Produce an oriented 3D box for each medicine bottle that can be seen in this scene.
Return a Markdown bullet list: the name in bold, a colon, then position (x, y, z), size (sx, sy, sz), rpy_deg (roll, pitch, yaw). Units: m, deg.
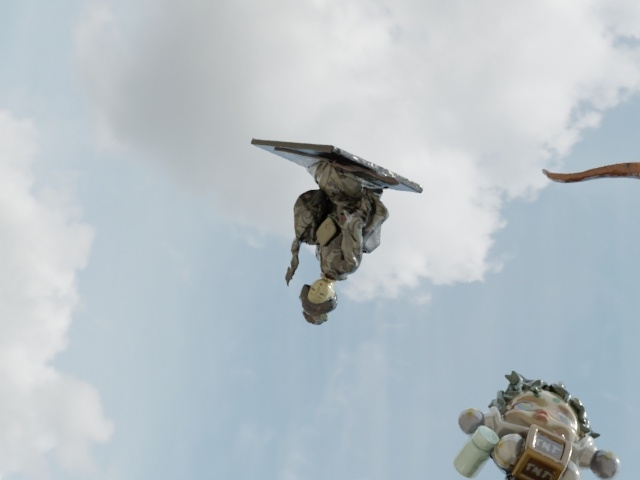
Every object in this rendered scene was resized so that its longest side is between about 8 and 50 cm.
- **medicine bottle**: position (0.261, 0.355, 1.108), size (0.047, 0.047, 0.083), rpy_deg (40, -65, 28)

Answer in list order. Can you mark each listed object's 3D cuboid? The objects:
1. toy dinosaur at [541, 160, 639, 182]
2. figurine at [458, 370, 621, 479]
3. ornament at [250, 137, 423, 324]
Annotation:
- **toy dinosaur**: position (0.497, -0.061, 0.811), size (0.432, 0.208, 0.097), rpy_deg (-16, -129, 61)
- **figurine**: position (0.351, 0.361, 1.103), size (0.260, 0.382, 0.186), rpy_deg (28, -62, 13)
- **ornament**: position (0.000, 0.000, 0.769), size (0.166, 0.153, 0.196), rpy_deg (13, -92, 50)
